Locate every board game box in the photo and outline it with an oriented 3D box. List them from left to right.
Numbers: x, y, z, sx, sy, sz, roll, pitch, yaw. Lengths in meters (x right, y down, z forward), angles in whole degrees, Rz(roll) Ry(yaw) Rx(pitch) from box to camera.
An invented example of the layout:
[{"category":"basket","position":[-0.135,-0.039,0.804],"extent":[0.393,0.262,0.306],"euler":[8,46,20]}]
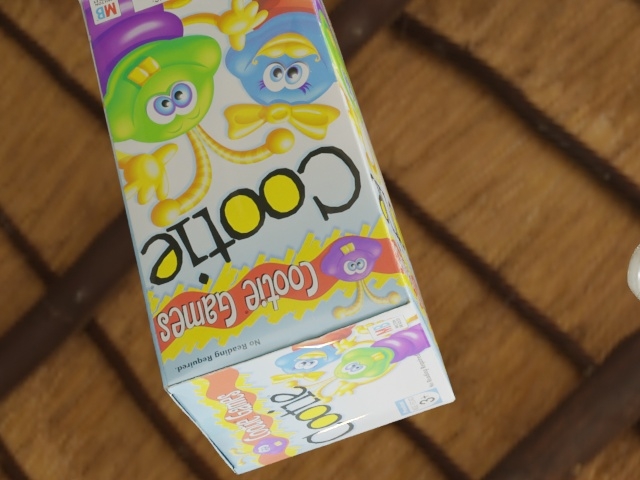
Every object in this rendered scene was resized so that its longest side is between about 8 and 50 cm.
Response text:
[{"category":"board game box","position":[-0.034,-0.027,0.979],"extent":[0.142,0.144,0.275],"euler":[-19,-120,5]}]

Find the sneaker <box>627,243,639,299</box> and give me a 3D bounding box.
[{"category":"sneaker","position":[0.295,0.044,1.193],"extent":[0.152,0.058,0.084],"euler":[31,175,-40]}]
